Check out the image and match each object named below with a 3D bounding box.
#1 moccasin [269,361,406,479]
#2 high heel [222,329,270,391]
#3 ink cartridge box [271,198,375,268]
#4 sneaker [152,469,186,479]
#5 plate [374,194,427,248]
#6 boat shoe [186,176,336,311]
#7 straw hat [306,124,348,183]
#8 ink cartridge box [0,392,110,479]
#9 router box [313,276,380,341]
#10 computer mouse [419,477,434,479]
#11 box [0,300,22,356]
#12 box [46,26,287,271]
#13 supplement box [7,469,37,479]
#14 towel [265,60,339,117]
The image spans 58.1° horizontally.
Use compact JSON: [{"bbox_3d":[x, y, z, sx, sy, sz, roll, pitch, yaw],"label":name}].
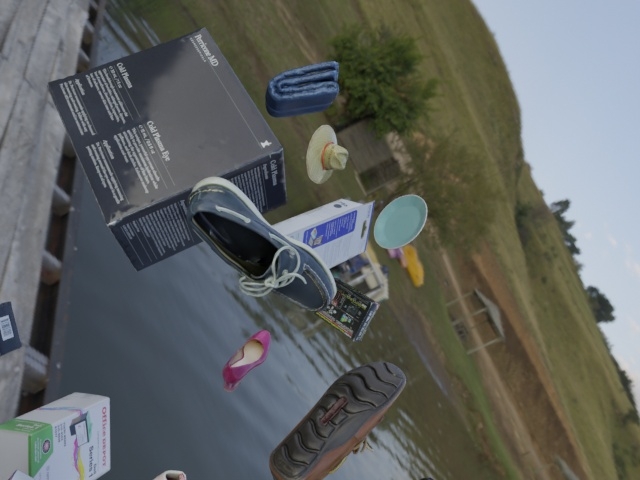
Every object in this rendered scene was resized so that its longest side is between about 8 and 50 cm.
[{"bbox_3d":[0.052,0.418,1.288,0.139,0.380,0.147,28,-35,29],"label":"moccasin"},{"bbox_3d":[-0.212,0.328,1.700,0.082,0.117,0.244,30,44,15],"label":"high heel"},{"bbox_3d":[0.000,0.000,1.456,0.065,0.332,0.166,31,-53,35],"label":"ink cartridge box"},{"bbox_3d":[-0.299,0.546,1.240,0.134,0.070,0.051,39,24,-8],"label":"sneaker"},{"bbox_3d":[0.242,-0.052,1.718,0.024,0.188,0.188,39,21,-37],"label":"plate"},{"bbox_3d":[-0.073,0.022,0.761,0.254,0.095,0.079,48,24,-27],"label":"boat shoe"},{"bbox_3d":[0.030,-0.190,1.315,0.061,0.145,0.144,16,-15,27],"label":"straw hat"},{"bbox_3d":[-0.639,0.509,1.393,0.278,0.116,0.202,-8,99,-74],"label":"ink cartridge box"},{"bbox_3d":[0.055,0.147,1.236,0.122,0.092,0.038,31,8,34],"label":"router box"},{"bbox_3d":[0.053,0.354,0.723,0.042,0.192,0.106,57,33,-87],"label":"computer mouse"},{"bbox_3d":[-1.042,0.283,1.741,0.108,0.206,0.153,-40,119,-82],"label":"box"},{"bbox_3d":[-0.275,-0.175,1.067,0.343,0.312,0.179,59,-14,25],"label":"box"},{"bbox_3d":[-0.615,0.571,1.100,0.114,0.220,0.111,38,10,-14],"label":"supplement box"},{"bbox_3d":[-0.019,-0.139,0.541,0.119,0.067,0.029,-137,-143,-82],"label":"towel"}]
